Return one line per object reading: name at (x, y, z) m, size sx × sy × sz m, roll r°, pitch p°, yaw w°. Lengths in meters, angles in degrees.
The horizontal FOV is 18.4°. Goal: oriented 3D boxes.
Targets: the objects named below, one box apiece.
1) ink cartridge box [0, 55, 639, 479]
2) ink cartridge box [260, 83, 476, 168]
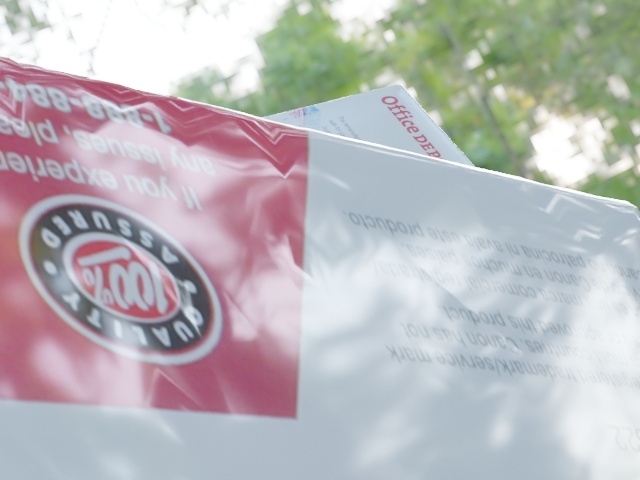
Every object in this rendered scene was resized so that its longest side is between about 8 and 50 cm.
ink cartridge box at (0.014, 0.171, 0.374) m, size 0.279 × 0.384 × 0.160 m, roll 12°, pitch -45°, yaw -47°
ink cartridge box at (0.000, 0.000, 1.248) m, size 0.176 × 0.128 × 0.127 m, roll -15°, pitch -52°, yaw -16°
